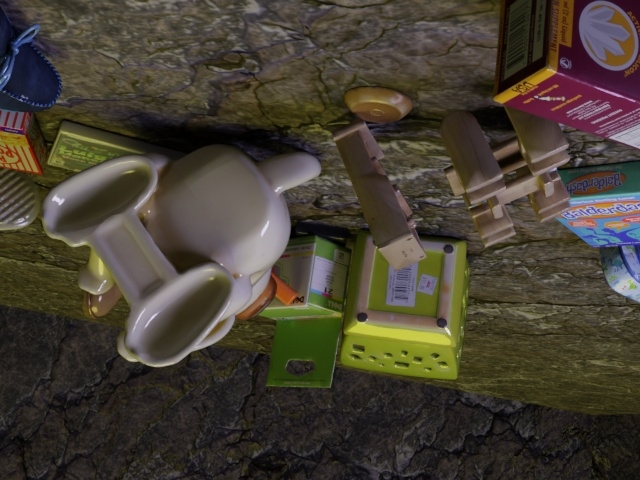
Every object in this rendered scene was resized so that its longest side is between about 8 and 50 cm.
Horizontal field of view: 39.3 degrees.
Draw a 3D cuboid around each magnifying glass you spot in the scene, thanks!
[{"bbox_3d":[-0.135,0.031,1.570,0.231,0.092,0.026,40,-168,11],"label":"magnifying glass"}]

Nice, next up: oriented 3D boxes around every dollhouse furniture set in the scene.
[{"bbox_3d":[0.161,-0.094,1.068,0.242,0.161,0.212,-24,158,9],"label":"dollhouse furniture set"}]

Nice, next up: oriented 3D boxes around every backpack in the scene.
[{"bbox_3d":[0.495,0.037,1.385,0.114,0.105,0.084,17,140,-28],"label":"backpack"}]

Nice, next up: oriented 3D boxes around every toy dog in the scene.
[{"bbox_3d":[-0.188,0.003,1.358,0.284,0.395,0.408,45,170,7],"label":"toy dog"}]

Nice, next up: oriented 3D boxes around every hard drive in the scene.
[{"bbox_3d":[0.000,0.000,1.655,0.094,0.022,0.135,9,165,0],"label":"hard drive"}]

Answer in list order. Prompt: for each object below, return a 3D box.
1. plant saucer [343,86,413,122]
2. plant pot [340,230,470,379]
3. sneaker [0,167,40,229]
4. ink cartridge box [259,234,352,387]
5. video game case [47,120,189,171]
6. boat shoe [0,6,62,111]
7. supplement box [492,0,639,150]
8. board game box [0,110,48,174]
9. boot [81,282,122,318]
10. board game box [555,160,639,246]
[{"bbox_3d":[0.068,-0.158,1.062,0.083,0.015,0.083,8,165,2],"label":"plant saucer"},{"bbox_3d":[0.151,0.107,1.601,0.227,0.228,0.207,6,159,8],"label":"plant pot"},{"bbox_3d":[-0.629,-0.105,1.445,0.366,0.135,0.150,20,170,-10],"label":"sneaker"},{"bbox_3d":[-0.054,0.132,1.631,0.097,0.255,0.189,22,160,-40],"label":"ink cartridge box"},{"bbox_3d":[-0.313,-0.124,1.373,0.190,0.022,0.173,14,163,-20],"label":"video game case"},{"bbox_3d":[-0.368,-0.208,0.948,0.089,0.109,0.258,-5,162,31],"label":"boat shoe"},{"bbox_3d":[0.256,-0.157,0.797,0.188,0.104,0.081,14,163,-21],"label":"supplement box"},{"bbox_3d":[-0.483,-0.159,1.294,0.147,0.045,0.193,10,165,-6],"label":"board game box"},{"bbox_3d":[-0.276,0.052,1.634,0.269,0.236,0.089,8,149,14],"label":"boot"},{"bbox_3d":[0.412,-0.045,1.227,0.160,0.047,0.210,-4,160,38],"label":"board game box"}]
